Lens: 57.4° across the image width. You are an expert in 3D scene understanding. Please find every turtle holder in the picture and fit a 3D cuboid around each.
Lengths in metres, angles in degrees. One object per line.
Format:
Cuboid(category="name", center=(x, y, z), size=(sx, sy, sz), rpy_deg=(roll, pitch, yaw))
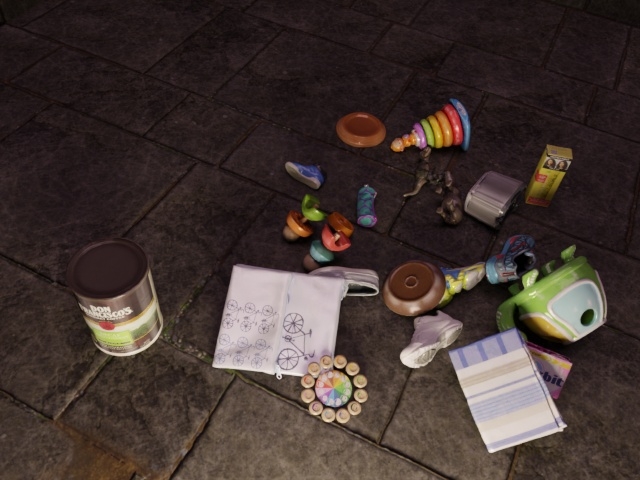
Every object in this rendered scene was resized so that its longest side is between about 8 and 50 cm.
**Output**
Cuboid(category="turtle holder", center=(0.671, 0.186, 1.681), size=(0.320, 0.243, 0.227), rpy_deg=(-24, 73, -28))

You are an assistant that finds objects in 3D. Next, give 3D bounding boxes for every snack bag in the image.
Cuboid(category="snack bag", center=(-0.109, 0.228, 1.660), size=(0.343, 0.037, 0.323), rpy_deg=(8, 61, 2))

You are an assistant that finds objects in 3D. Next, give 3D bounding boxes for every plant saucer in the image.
Cuboid(category="plant saucer", center=(0.161, -0.444, 2.303), size=(0.200, 0.037, 0.200), rpy_deg=(3, 49, -3))
Cuboid(category="plant saucer", center=(0.278, 0.133, 1.770), size=(0.199, 0.036, 0.198), rpy_deg=(-13, 50, 16))

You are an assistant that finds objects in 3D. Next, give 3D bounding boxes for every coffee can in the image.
Cuboid(category="coffee can", center=(-0.542, 0.154, 1.567), size=(0.202, 0.275, 0.201), rpy_deg=(2, 50, -3))

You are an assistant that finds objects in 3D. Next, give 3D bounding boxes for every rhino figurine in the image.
Cuboid(category="rhino figurine", center=(0.457, -0.155, 2.048), size=(0.073, 0.106, 0.243), rpy_deg=(-22, 39, 32))

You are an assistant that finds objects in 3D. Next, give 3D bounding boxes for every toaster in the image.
Cuboid(category="toaster", center=(0.599, -0.139, 2.026), size=(0.146, 0.129, 0.227), rpy_deg=(30, 55, 24))

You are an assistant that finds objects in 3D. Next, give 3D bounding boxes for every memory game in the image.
Cuboid(category="memory game", center=(0.037, 0.393, 1.564), size=(0.186, 0.012, 0.186), rpy_deg=(3, 62, -6))

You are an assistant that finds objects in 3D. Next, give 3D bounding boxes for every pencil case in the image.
Cuboid(category="pencil case", center=(0.160, -0.117, 2.004), size=(0.070, 0.064, 0.151), rpy_deg=(-12, 47, 18))

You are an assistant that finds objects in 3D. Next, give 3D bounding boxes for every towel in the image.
Cuboid(category="towel", center=(0.486, 0.391, 1.540), size=(0.209, 0.034, 0.285), rpy_deg=(-22, 67, 6))

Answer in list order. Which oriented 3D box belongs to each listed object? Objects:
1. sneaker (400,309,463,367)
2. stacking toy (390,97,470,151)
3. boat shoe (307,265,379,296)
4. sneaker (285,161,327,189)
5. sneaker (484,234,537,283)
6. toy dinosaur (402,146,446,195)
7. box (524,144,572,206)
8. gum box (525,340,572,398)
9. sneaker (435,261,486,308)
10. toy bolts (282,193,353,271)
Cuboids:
Cuboid(category="sneaker", center=(0.296, 0.277, 1.676), size=(0.232, 0.090, 0.115), rpy_deg=(-25, 49, -35))
Cuboid(category="stacking toy", center=(0.412, -0.410, 2.245), size=(0.302, 0.165, 0.175), rpy_deg=(-18, 56, -1))
Cuboid(category="boat shoe", center=(0.070, 0.133, 1.772), size=(0.227, 0.079, 0.081), rpy_deg=(1, 45, -9))
Cuboid(category="sneaker", center=(-0.047, -0.253, 2.103), size=(0.152, 0.058, 0.084), rpy_deg=(32, 60, 15))
Cuboid(category="sneaker", center=(0.628, 0.063, 1.828), size=(0.125, 0.104, 0.262), rpy_deg=(-5, 24, 47))
Cuboid(category="toy dinosaur", center=(0.393, -0.238, 2.134), size=(0.118, 0.064, 0.268), rpy_deg=(8, 48, 21))
Cuboid(category="box", center=(0.794, -0.223, 2.043), size=(0.087, 0.232, 0.058), rpy_deg=(12, 49, 4))
Cuboid(category="gum box", center=(0.577, 0.343, 1.613), size=(0.188, 0.107, 0.062), rpy_deg=(21, 9, 13))
Cuboid(category="sneaker", center=(0.406, 0.107, 1.818), size=(0.240, 0.091, 0.126), rpy_deg=(-28, 57, -25))
Cuboid(category="toy bolts", center=(0.000, 0.000, 1.879), size=(0.218, 0.158, 0.228), rpy_deg=(27, 25, -37))
